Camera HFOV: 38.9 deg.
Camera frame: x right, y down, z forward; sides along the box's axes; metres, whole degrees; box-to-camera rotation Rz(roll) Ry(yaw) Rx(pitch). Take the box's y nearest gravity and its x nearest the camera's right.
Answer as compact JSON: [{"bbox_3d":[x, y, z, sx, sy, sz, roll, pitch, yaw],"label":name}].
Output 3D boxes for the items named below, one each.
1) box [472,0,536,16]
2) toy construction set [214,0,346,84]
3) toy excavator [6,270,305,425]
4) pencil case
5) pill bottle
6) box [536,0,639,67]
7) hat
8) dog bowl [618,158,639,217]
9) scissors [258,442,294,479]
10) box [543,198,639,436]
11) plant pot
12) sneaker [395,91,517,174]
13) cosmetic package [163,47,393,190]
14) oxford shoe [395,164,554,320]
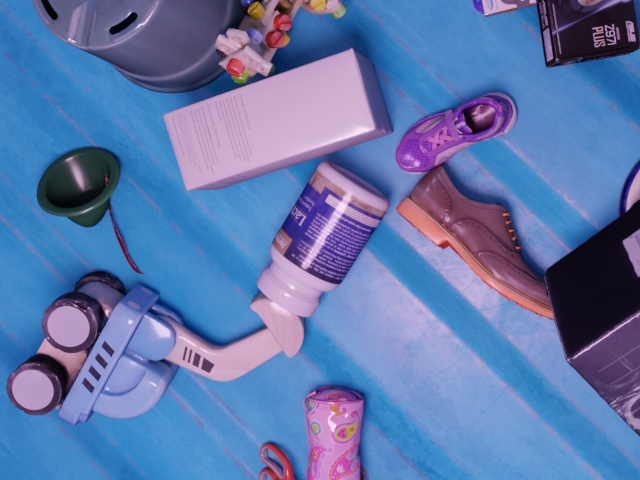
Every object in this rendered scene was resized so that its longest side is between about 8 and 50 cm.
[{"bbox_3d":[0.339,-0.455,1.630,0.136,0.028,0.081,-12,93,12],"label":"box"},{"bbox_3d":[-0.075,-0.387,1.615,0.215,0.327,0.151,9,141,44],"label":"toy construction set"},{"bbox_3d":[-0.306,0.214,1.770,0.445,0.222,0.433,30,101,-5],"label":"toy excavator"},{"bbox_3d":[0.022,0.425,1.730,0.124,0.124,0.284,4,98,13],"label":"pencil case"},{"bbox_3d":[0.000,0.000,1.683,0.153,0.153,0.264,33,101,9],"label":"pill bottle"},{"bbox_3d":[0.456,-0.401,1.565,0.147,0.077,0.180,-9,92,0],"label":"box"},{"bbox_3d":[-0.463,-0.055,1.855,0.173,0.183,0.208,-8,51,7],"label":"hat"},{"bbox_3d":[0.651,-0.051,1.549,0.265,0.104,0.265,1,95,13],"label":"dog bowl"},{"bbox_3d":[-0.040,0.491,1.711,0.297,0.021,0.109,31,113,51],"label":"scissors"},{"bbox_3d":[0.684,0.129,1.366,0.480,0.297,0.472,-40,106,22],"label":"box"},{"bbox_3d":[-0.329,-0.451,1.632,0.341,0.334,0.341,1,94,13],"label":"plant pot"},{"bbox_3d":[0.238,-0.197,1.636,0.236,0.104,0.095,-26,90,15],"label":"sneaker"},{"bbox_3d":[-0.071,-0.212,1.661,0.365,0.197,0.155,-18,89,12],"label":"cosmetic package"},{"bbox_3d":[0.313,0.007,1.626,0.364,0.130,0.133,39,94,6],"label":"oxford shoe"}]
